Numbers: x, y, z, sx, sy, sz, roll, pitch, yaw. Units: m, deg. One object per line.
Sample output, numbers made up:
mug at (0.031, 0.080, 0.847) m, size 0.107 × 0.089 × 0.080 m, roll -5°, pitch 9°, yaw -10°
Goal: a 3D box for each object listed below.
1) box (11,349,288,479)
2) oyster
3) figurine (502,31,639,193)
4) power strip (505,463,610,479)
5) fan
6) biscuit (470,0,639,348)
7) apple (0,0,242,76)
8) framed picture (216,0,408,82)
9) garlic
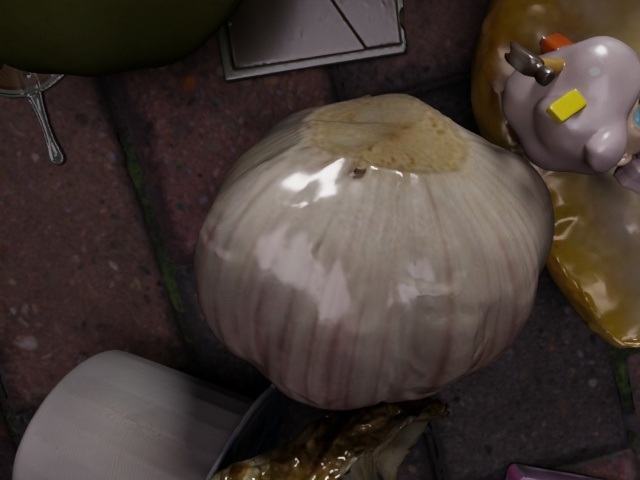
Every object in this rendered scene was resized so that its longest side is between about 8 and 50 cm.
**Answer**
box at (-0.185, 0.244, 0.548) m, size 0.206 × 0.291 × 0.263 m, roll 19°, pitch 111°, yaw 15°
oyster at (0.029, 0.207, 0.513) m, size 0.111 × 0.396 × 0.204 m, roll 37°, pitch 98°, yaw 32°
figurine at (0.238, -0.102, 0.449) m, size 0.228 × 0.112 × 0.138 m, roll 17°, pitch 61°, yaw -9°
power strip at (0.355, 0.357, 0.682) m, size 0.278 × 0.037 × 0.109 m, roll 10°, pitch 98°, yaw -2°
fan at (-0.331, -0.191, 0.610) m, size 0.131 × 0.009 × 0.220 m, roll -15°, pitch 98°, yaw 3°
biscuit at (0.359, -0.147, 0.561) m, size 0.429 × 0.104 × 0.446 m, roll -38°, pitch 96°, yaw -3°
apple at (-0.194, -0.312, 0.426) m, size 0.356 × 0.357 × 0.358 m, roll 0°, pitch 99°, yaw 0°
framed picture at (-0.024, -0.334, 0.584) m, size 0.211 × 0.020 × 0.290 m, roll -9°, pitch 98°, yaw 1°
garlic at (0.036, 0.011, 0.493) m, size 0.317 × 0.318 × 0.260 m, roll -5°, pitch 126°, yaw 1°
